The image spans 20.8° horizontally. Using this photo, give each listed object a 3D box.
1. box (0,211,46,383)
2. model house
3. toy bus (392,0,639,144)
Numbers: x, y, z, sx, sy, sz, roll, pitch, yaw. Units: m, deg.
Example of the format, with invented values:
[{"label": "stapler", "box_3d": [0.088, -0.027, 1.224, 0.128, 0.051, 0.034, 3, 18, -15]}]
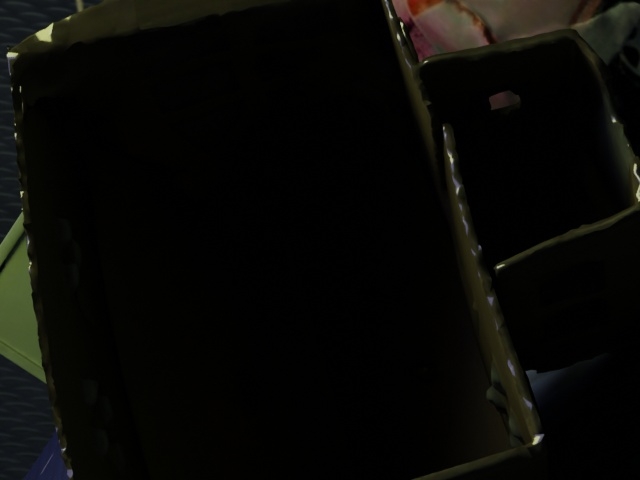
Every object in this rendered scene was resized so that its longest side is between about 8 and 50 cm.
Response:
[{"label": "box", "box_3d": [-0.156, 0.027, 1.500, 0.225, 0.225, 0.117, -52, 8, 24]}, {"label": "model house", "box_3d": [0.023, 0.037, 0.624, 0.204, 0.211, 0.243, -16, -25, 1]}, {"label": "toy bus", "box_3d": [0.133, -0.167, 0.848, 0.303, 0.147, 0.127, -60, 14, -22]}]
